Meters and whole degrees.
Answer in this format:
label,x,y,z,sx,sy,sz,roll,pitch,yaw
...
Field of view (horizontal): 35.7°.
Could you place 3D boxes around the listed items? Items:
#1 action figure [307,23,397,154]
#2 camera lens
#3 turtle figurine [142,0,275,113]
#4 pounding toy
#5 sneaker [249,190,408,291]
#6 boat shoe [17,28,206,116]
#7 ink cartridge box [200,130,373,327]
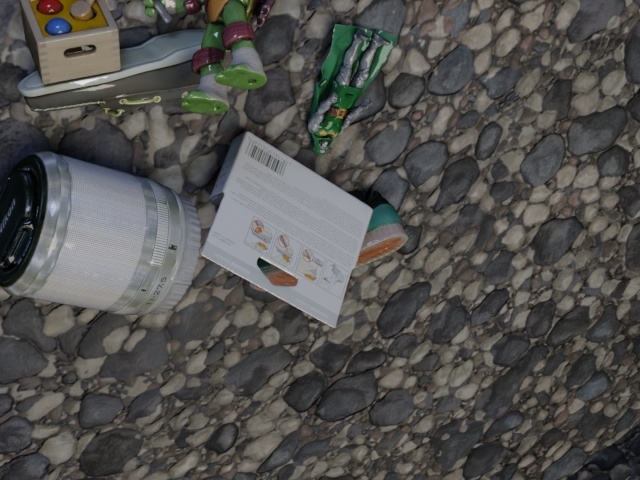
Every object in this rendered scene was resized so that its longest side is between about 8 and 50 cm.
label,x,y,z,sx,sy,sz,roll,pitch,yaw
action figure,0.038,-0.246,1.677,0.137,0.063,0.232,4,125,-35
camera lens,-0.351,-0.006,1.523,0.274,0.219,0.219,15,115,-37
turtle figurine,-0.172,-0.329,1.366,0.198,0.266,0.275,-12,161,14
pounding toy,-0.336,-0.307,1.379,0.141,0.130,0.100,-15,142,-20
sneaker,0.000,0.000,1.808,0.302,0.121,0.108,-18,155,-12
boat shoe,-0.287,-0.232,1.465,0.305,0.109,0.091,-19,126,-21
ink cartridge box,-0.060,-0.012,1.649,0.275,0.060,0.239,31,63,-24
